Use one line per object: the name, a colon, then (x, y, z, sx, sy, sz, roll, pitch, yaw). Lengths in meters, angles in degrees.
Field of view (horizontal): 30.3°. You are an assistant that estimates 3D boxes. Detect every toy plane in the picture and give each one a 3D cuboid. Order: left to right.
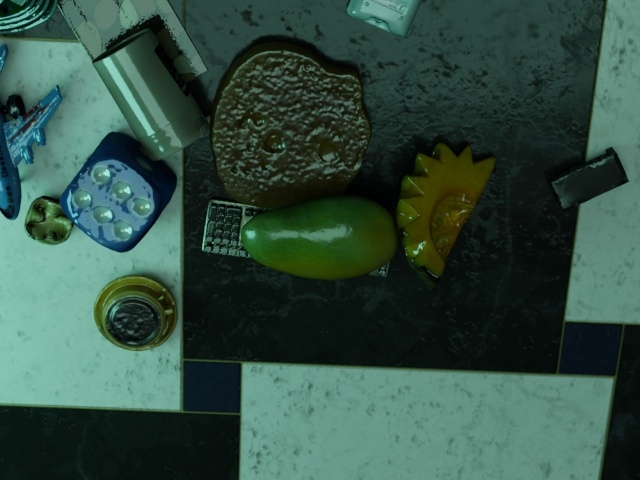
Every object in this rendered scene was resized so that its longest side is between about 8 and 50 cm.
toy plane: (-0.517, -0.165, 1.865, 0.254, 0.105, 0.271, -10, 112, 4)

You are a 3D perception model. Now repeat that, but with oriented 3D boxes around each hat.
hat: (-0.447, -0.030, 1.943, 0.077, 0.059, 0.076, 21, 76, -18)

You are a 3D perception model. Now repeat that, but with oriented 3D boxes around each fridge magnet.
fridge magnet: (-0.313, 0.126, 2.001, 0.143, 0.063, 0.143, -1, 113, -3)

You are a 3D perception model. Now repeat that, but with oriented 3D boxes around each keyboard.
keyboard: (-0.036, 0.002, 1.973, 0.316, 0.027, 0.106, 8, 111, -4)

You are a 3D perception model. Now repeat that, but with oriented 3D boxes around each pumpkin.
pumpkin: (0.171, -0.036, 1.910, 0.130, 0.254, 0.149, 27, 152, 0)

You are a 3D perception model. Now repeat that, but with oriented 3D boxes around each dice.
dice: (-0.319, -0.077, 1.881, 0.143, 0.146, 0.146, 37, 103, -11)

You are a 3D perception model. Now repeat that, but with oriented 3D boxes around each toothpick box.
toothpick box: (-0.262, -0.225, 1.835, 0.111, 0.111, 0.181, -27, 108, 10)

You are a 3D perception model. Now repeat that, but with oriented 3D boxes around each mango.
mango: (0.000, 0.000, 1.884, 0.250, 0.114, 0.156, -8, 151, -7)

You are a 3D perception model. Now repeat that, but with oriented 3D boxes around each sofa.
sofa: (0.435, -0.100, 1.928, 0.117, 0.039, 0.060, -26, 111, 9)

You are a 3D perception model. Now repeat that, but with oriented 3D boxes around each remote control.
remote control: (0.142, -0.455, 1.782, 0.103, 0.051, 0.293, 21, 111, -9)

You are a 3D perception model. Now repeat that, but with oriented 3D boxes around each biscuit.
biscuit: (-0.050, -0.176, 1.890, 0.257, 0.049, 0.273, 12, 115, -7)

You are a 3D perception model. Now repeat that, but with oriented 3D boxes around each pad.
pad: (-0.301, -0.330, 1.854, 0.158, 0.003, 0.235, -26, 109, 10)

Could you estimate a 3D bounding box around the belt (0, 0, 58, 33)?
belt: (-0.503, -0.405, 1.737, 0.267, 0.116, 0.206, -5, 144, 9)
